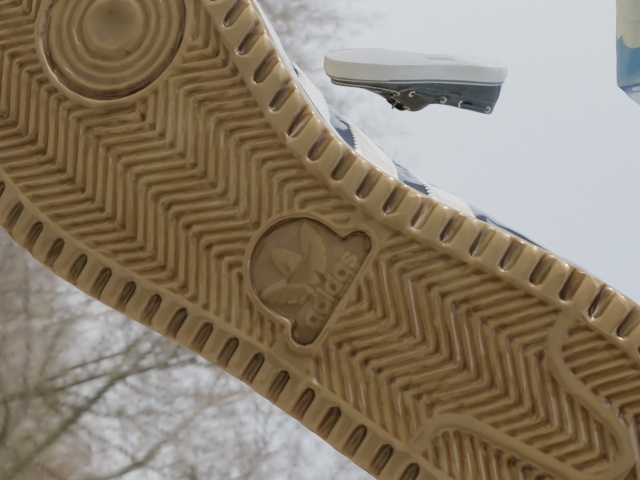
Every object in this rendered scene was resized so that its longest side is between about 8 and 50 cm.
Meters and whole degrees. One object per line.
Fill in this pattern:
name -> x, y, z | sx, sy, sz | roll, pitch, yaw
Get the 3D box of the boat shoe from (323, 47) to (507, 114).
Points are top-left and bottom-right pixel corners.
boat shoe -> 0.068, -0.111, 0.919 | 0.049, 0.142, 0.040 | -134, -132, -59

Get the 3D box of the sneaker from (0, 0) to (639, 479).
sneaker -> 0.000, 0.000, 0.418 | 0.282, 0.099, 0.153 | 38, 3, 15

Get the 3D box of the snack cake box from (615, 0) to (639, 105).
snack cake box -> 0.314, -0.121, 0.707 | 0.264, 0.152, 0.089 | -10, -113, 36
